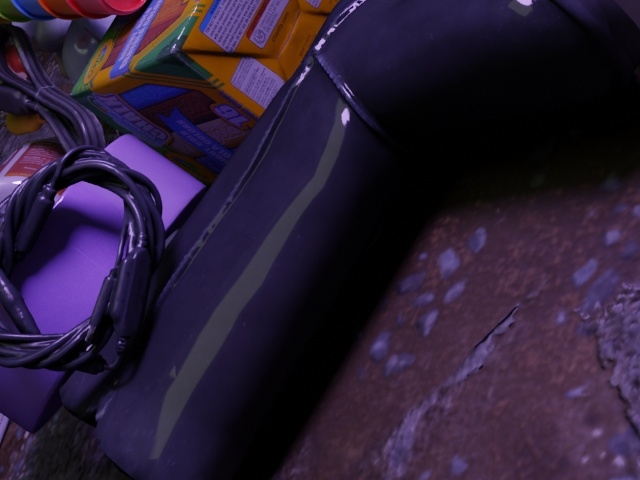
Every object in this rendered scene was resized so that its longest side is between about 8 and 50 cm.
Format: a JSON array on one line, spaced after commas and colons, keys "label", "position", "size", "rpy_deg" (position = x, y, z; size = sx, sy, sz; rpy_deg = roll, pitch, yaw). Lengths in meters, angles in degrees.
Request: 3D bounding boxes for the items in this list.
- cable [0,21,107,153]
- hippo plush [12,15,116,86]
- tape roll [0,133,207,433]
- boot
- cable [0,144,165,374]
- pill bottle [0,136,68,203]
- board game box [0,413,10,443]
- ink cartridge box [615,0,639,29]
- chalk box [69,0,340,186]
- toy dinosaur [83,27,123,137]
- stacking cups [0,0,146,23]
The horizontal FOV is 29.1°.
[{"label": "cable", "position": [-0.304, -0.168, 1.398], "size": [0.287, 0.072, 0.139], "rpy_deg": [22, 115, 46]}, {"label": "hippo plush", "position": [-0.210, -0.242, 1.485], "size": [0.294, 0.234, 0.236], "rpy_deg": [-15, 49, -13]}, {"label": "tape roll", "position": [-0.217, 0.039, 1.129], "size": [0.274, 0.090, 0.275], "rpy_deg": [-55, 1, 1]}, {"label": "boot", "position": [0.000, 0.000, 0.897], "size": [0.445, 0.146, 0.367], "rpy_deg": [-53, 20, -4]}, {"label": "cable", "position": [-0.198, 0.014, 0.962], "size": [0.151, 0.047, 0.184], "rpy_deg": [0, 72, 19]}, {"label": "pill bottle", "position": [-0.329, -0.049, 1.453], "size": [0.121, 0.121, 0.216], "rpy_deg": [-45, 13, 17]}, {"label": "board game box", "position": [-0.463, 0.090, 1.325], "size": [0.064, 0.316, 0.242], "rpy_deg": [-26, 38, 41]}, {"label": "ink cartridge box", "position": [0.190, -0.269, 0.877], "size": [0.100, 0.172, 0.237], "rpy_deg": [-38, 32, 27]}, {"label": "chalk box", "position": [-0.111, -0.176, 1.226], "size": [0.289, 0.179, 0.180], "rpy_deg": [-8, 51, 53]}, {"label": "toy dinosaur", "position": [-0.211, -0.140, 1.346], "size": [0.053, 0.183, 0.092], "rpy_deg": [-7, 0, 9]}, {"label": "stacking cups", "position": [-0.282, -0.269, 1.277], "size": [0.316, 0.096, 0.096], "rpy_deg": [16, 73, 55]}]
